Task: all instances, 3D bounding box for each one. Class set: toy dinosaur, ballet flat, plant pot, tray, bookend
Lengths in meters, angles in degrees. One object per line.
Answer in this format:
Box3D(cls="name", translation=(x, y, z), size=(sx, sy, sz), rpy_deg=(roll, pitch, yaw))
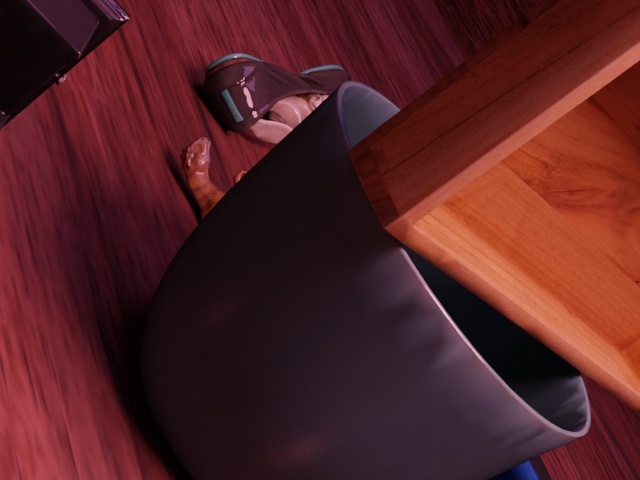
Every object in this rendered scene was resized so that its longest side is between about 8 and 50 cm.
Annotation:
Box3D(cls="toy dinosaur", translation=(-0.073, 0.005, 1.079), size=(0.112, 0.064, 0.211), rpy_deg=(-3, 55, -35))
Box3D(cls="ballet flat", translation=(-0.039, -0.152, 1.380), size=(0.280, 0.095, 0.096), rpy_deg=(-8, 74, -58))
Box3D(cls="plant pot", translation=(0.013, 0.072, 0.860), size=(0.293, 0.235, 0.293), rpy_deg=(48, 19, -22))
Box3D(cls="tray", translation=(0.217, -0.013, 0.813), size=(0.411, 0.203, 0.076), rpy_deg=(34, 26, -47))
Box3D(cls="bookend", translation=(-0.208, -0.093, 0.730), size=(0.072, 0.157, 0.156), rpy_deg=(47, 19, -21))

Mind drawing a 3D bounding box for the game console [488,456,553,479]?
Box3D(cls="game console", translation=(0.138, 0.182, 1.096), size=(0.173, 0.250, 0.293), rpy_deg=(0, 52, -36))
